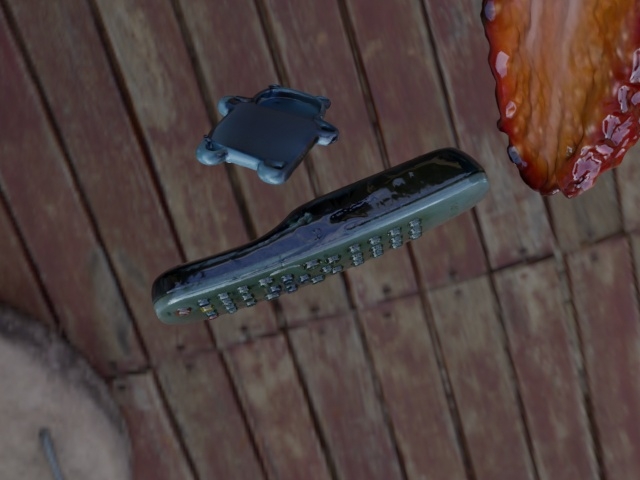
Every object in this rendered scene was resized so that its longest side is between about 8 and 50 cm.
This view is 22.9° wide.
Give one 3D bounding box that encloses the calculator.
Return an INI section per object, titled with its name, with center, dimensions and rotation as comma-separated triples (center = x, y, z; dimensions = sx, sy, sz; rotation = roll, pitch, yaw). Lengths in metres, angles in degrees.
[calculator]
center = -0.036, -0.081, 1.144
dimensions = 0.094, 0.141, 0.019
rotation = 17, 122, 11

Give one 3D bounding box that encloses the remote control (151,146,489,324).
[remote control]
center = 0.000, 0.000, 0.980
dimensions = 0.222, 0.042, 0.072
rotation = -23, 164, -2

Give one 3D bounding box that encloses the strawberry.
[strawberry]
center = 0.173, -0.140, 0.908
dimensions = 0.111, 0.190, 0.236
rotation = -11, 123, -22
